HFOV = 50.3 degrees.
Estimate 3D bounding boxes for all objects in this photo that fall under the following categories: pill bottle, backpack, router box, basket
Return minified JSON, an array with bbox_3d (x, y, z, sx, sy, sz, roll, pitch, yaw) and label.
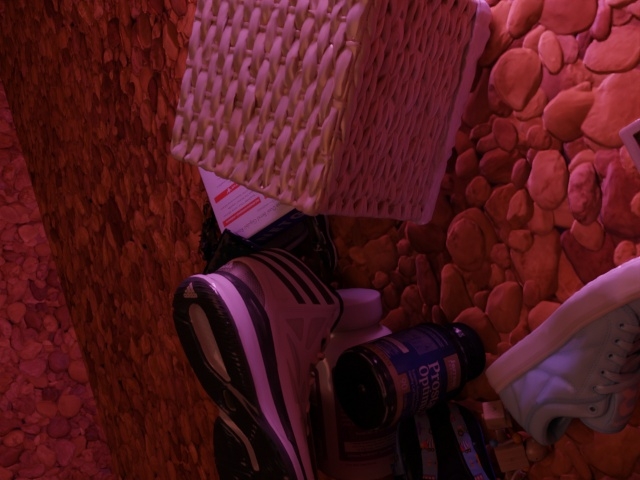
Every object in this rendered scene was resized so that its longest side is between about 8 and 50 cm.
[{"bbox_3d":[0.138,0.191,1.011,0.123,0.219,0.122,20,116,50],"label":"pill bottle"},{"bbox_3d":[0.056,0.242,1.181,0.169,0.169,0.301,6,104,53],"label":"pill bottle"},{"bbox_3d":[0.182,0.346,1.059,0.117,0.158,0.173,113,148,-62],"label":"backpack"},{"bbox_3d":[-0.088,-0.183,1.249,0.335,0.082,0.301,-30,75,35],"label":"router box"},{"bbox_3d":[0.005,-0.221,0.956,0.328,0.266,0.331,24,105,36],"label":"basket"}]

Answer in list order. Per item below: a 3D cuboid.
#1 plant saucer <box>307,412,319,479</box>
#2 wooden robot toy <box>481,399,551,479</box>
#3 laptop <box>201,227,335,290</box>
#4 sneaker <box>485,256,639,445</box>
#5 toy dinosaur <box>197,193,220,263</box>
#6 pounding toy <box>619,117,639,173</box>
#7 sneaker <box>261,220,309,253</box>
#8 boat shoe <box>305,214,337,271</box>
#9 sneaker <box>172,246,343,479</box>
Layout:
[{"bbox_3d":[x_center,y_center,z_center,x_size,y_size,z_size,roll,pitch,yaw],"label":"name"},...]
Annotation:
[{"bbox_3d":[-0.038,0.376,1.202,0.310,0.050,0.310,172,90,-84],"label":"plant saucer"},{"bbox_3d":[0.288,0.288,0.980,0.079,0.076,0.173,-14,116,17],"label":"wooden robot toy"},{"bbox_3d":[-0.124,0.138,1.316,0.234,0.136,0.264,28,101,4],"label":"laptop"},{"bbox_3d":[0.343,0.139,0.807,0.150,0.135,0.366,59,151,22],"label":"sneaker"},{"bbox_3d":[-0.192,-0.053,1.493,0.322,0.164,0.218,106,154,-59],"label":"toy dinosaur"},{"bbox_3d":[0.416,-0.128,0.664,0.206,0.094,0.181,-36,65,42],"label":"pounding toy"},{"bbox_3d":[-0.090,0.058,1.405,0.226,0.163,0.086,-33,43,12],"label":"sneaker"},{"bbox_3d":[0.000,0.000,1.298,0.046,0.038,0.125,-9,92,54],"label":"boat shoe"},{"bbox_3d":[-0.031,0.221,1.004,0.169,0.257,0.447,-1,109,43],"label":"sneaker"}]
